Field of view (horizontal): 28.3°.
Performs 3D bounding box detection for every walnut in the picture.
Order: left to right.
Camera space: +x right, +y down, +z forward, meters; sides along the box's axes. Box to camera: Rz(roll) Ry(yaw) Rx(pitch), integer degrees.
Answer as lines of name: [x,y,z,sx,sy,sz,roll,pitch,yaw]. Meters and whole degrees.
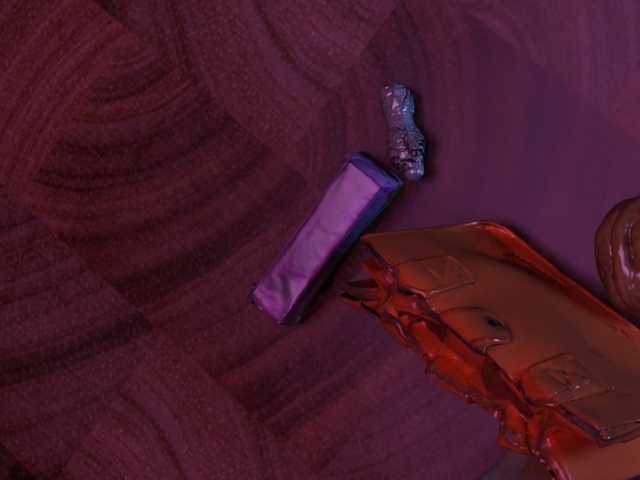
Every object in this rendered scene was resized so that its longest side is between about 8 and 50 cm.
walnut: [0.430,0.019,1.635,0.166,0.149,0.167,-10,77,53]

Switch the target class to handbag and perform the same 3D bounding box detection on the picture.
handbag: [0.253,0.126,1.572,0.410,0.303,0.116,40,119,33]

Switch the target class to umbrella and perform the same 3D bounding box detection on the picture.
umbrella: [0.119,-0.152,1.793,0.067,0.062,0.144,-33,65,54]

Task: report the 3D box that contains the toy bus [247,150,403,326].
toy bus: [0.000,0.001,1.817,0.090,0.112,0.274,38,104,9]

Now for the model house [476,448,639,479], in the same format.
model house: [0.368,0.408,1.574,0.280,0.312,0.245,28,111,-26]
